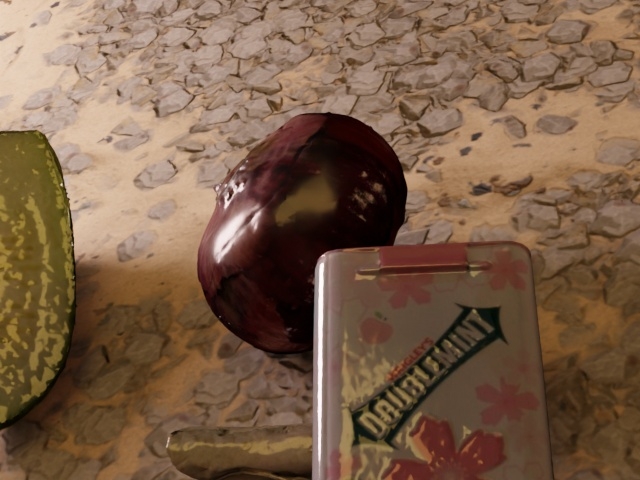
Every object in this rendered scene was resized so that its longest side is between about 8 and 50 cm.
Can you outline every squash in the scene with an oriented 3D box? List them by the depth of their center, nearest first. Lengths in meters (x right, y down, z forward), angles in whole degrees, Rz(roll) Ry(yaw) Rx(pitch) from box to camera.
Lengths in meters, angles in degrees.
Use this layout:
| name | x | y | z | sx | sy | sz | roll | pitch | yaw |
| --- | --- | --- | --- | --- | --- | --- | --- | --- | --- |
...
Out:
| name | x | y | z | sx | sy | sz | roll | pitch | yaw |
| --- | --- | --- | --- | --- | --- | --- | --- | --- | --- |
| squash | -0.371 | 0.047 | 1.408 | 0.233 | 0.210 | 0.309 | -2 | 31 | -13 |

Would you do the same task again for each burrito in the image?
| name | x | y | z | sx | sy | sz | roll | pitch | yaw |
| --- | --- | --- | --- | --- | --- | --- | --- | --- | --- |
| burrito | -0.014 | 0.188 | 1.191 | 0.226 | 0.087 | 0.060 | -4 | 68 | 14 |

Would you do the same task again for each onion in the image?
| name | x | y | z | sx | sy | sz | roll | pitch | yaw |
| --- | --- | --- | --- | --- | --- | --- | --- | --- | --- |
| onion | 0.000 | 0.000 | 1.317 | 0.252 | 0.219 | 0.252 | -58 | 10 | 17 |

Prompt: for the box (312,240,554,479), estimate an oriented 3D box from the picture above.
| name | x | y | z | sx | sy | sz | roll | pitch | yaw |
| --- | --- | --- | --- | --- | --- | --- | --- | --- | --- |
| box | 0.088 | 0.178 | 1.066 | 0.190 | 0.112 | 0.370 | -3 | 55 | 6 |
